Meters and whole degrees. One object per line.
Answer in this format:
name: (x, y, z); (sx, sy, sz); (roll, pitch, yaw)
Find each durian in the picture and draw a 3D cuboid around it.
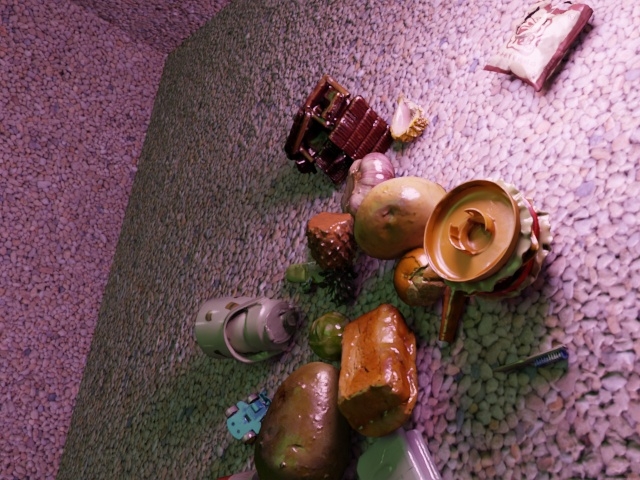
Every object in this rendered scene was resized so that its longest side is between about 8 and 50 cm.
durian: (0.273, -0.372, 2.066); (0.140, 0.078, 0.224); (-57, 23, 32)

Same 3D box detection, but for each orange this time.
orange: (0.262, 0.095, 1.741); (0.157, 0.134, 0.156); (7, 99, 52)

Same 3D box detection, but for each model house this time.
model house: (0.058, -0.311, 2.164); (0.282, 0.297, 0.317); (40, 100, 9)

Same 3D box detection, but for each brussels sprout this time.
brussels sprout: (0.028, 0.273, 1.952); (0.155, 0.117, 0.155); (-18, 61, 36)

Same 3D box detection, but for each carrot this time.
carrot: (0.328, 0.174, 1.684); (0.055, 0.055, 0.161); (10, 85, 54)

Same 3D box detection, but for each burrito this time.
burrito: (-0.027, 0.119, 2.174); (0.288, 0.054, 0.104); (-4, 69, 50)

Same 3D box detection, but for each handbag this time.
handbag: (0.550, -0.505, 1.736); (0.235, 0.127, 0.213); (-57, 34, 8)

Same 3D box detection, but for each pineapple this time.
pineapple: (0.052, 0.059, 1.976); (0.158, 0.158, 0.278); (18, 127, 55)

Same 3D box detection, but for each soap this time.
soap: (0.199, 0.592, 1.555); (0.173, 0.095, 0.289); (-50, 38, 22)

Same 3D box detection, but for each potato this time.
potato: (-0.044, 0.505, 1.826); (0.270, 0.219, 0.359); (-15, 51, 37)
potato: (0.201, -0.064, 1.781); (0.286, 0.242, 0.242); (-14, 55, 17)

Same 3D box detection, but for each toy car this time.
toy car: (-0.211, 0.556, 2.134); (0.161, 0.098, 0.126); (-38, 64, -9)

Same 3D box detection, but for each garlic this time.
garlic: (0.157, -0.143, 2.008); (0.245, 0.161, 0.244); (-169, 90, -81)

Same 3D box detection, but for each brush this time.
brush: (0.456, 0.267, 1.475); (0.178, 0.033, 0.030); (-31, 61, 39)

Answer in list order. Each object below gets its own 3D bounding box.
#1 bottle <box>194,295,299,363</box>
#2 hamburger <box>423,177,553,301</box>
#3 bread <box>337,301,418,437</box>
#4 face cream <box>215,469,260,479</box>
bottle: (-0.232, 0.286, 2.210); (0.352, 0.229, 0.229); (-8, 63, 42)
hamburger: (0.391, 0.004, 1.558); (0.274, 0.212, 0.274); (-19, 60, 38)
bread: (0.148, 0.318, 1.684); (0.195, 0.149, 0.344); (-29, 24, 22)
face cream: (-0.230, 0.740, 2.023); (0.214, 0.096, 0.095); (-28, 49, 42)
